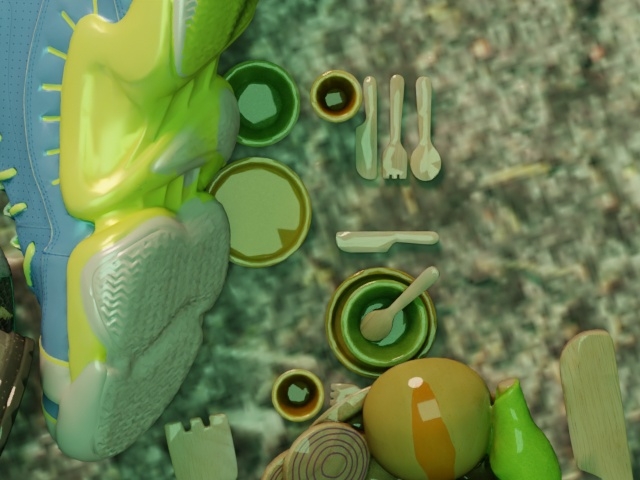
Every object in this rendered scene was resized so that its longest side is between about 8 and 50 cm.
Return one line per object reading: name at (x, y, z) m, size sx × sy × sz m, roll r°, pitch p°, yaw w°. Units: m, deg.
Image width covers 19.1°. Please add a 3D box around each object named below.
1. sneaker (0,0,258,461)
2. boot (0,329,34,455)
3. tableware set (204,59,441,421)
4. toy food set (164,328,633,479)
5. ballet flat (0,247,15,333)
sneaker at (-0.102, -0.035, 0.793) m, size 0.126 × 0.091 × 0.240 m, roll 15°, pitch 93°, yaw 24°
boot at (-0.235, 0.104, 0.745) m, size 0.161 × 0.083 × 0.246 m, roll 35°, pitch 106°, yaw -13°
tableware set at (0.000, 0.000, 0.813) m, size 0.104 × 0.024 × 0.154 m, roll 1°, pitch 90°, yaw -1°
toy food set at (0.041, 0.114, 0.794) m, size 0.192 × 0.038 × 0.132 m, roll -13°, pitch 102°, yaw -1°
ballet flat at (-0.215, 0.054, 0.791) m, size 0.188 × 0.070 × 0.070 m, roll -20°, pitch 90°, yaw 1°
